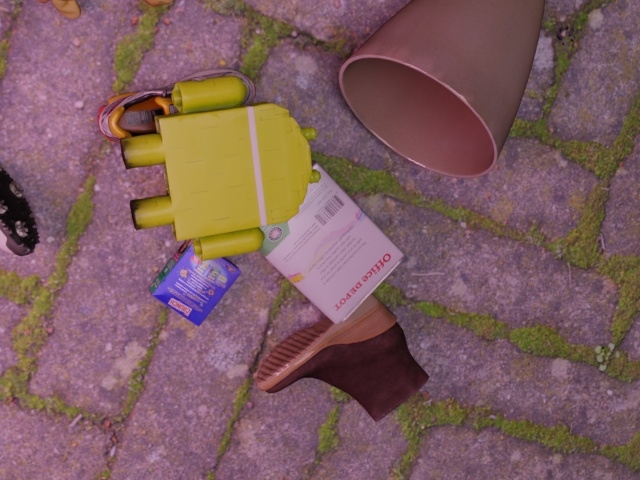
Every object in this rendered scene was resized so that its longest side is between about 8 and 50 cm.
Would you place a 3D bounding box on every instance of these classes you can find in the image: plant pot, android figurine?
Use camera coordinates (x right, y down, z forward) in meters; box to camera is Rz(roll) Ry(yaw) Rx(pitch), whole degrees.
[{"bbox_3d":[0.208,-0.275,1.177,0.256,0.256,0.274,42,72,-22],"label":"plant pot"},{"bbox_3d":[-0.127,-0.098,1.099,0.273,0.056,0.248,-13,107,-19],"label":"android figurine"}]

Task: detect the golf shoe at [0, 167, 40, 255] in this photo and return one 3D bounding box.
[{"bbox_3d":[-0.494,-0.071,1.071,0.120,0.105,0.273,-38,106,11],"label":"golf shoe"}]

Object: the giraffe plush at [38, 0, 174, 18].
[{"bbox_3d":[-0.290,-0.365,1.029,0.170,0.210,0.181,-15,114,16],"label":"giraffe plush"}]

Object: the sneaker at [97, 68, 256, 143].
[{"bbox_3d":[-0.195,-0.180,1.131,0.225,0.093,0.088,-20,108,-14],"label":"sneaker"}]

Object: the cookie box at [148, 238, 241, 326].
[{"bbox_3d":[-0.190,0.060,1.220,0.092,0.040,0.107,39,89,-23],"label":"cookie box"}]

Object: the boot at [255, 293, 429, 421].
[{"bbox_3d":[0.042,0.222,1.309,0.248,0.090,0.207,-36,109,-11],"label":"boot"}]

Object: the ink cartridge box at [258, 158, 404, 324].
[{"bbox_3d":[0.000,0.000,1.239,0.154,0.093,0.212,-46,110,-2],"label":"ink cartridge box"}]
